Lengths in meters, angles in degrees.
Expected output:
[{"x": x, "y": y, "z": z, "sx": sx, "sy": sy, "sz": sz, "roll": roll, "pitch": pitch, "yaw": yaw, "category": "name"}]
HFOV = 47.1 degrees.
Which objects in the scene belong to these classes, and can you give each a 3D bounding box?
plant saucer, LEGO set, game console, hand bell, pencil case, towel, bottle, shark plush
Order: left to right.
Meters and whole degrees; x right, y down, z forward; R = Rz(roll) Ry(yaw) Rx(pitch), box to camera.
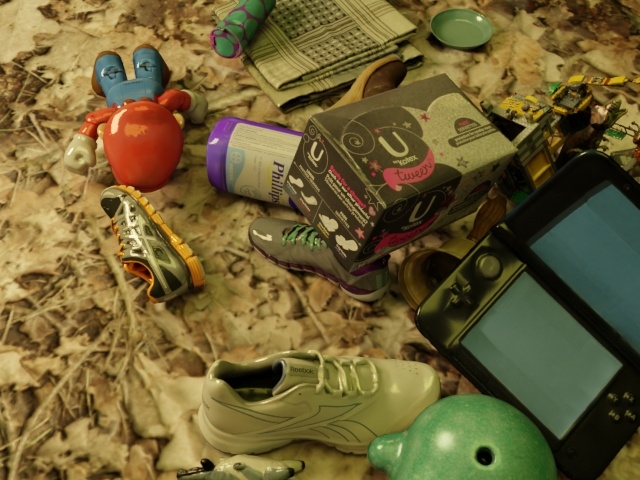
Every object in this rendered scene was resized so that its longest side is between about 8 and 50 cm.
[{"x": -0.139, "y": -0.394, "z": 1.306, "sx": 0.070, "sy": 0.064, "sz": 0.152, "roll": 25, "pitch": 58, "yaw": 5, "category": "pencil case"}, {"x": -0.088, "y": 0.282, "z": 0.836, "sx": 0.161, "sy": 0.073, "sz": 0.067, "roll": 8, "pitch": 82, "yaw": -1, "category": "shark plush"}, {"x": -0.026, "y": -0.102, "z": 1.095, "sx": 0.283, "sy": 0.118, "sz": 0.092, "roll": 14, "pitch": 50, "yaw": 6, "category": "bottle"}, {"x": -0.007, "y": -0.390, "z": 1.360, "sx": 0.312, "sy": 0.056, "sz": 0.324, "roll": -23, "pitch": 57, "yaw": -18, "category": "towel"}, {"x": 0.267, "y": -0.397, "z": 1.394, "sx": 0.119, "sy": 0.021, "sz": 0.119, "roll": 1, "pitch": 53, "yaw": -1, "category": "plant saucer"}, {"x": 0.219, "y": 0.003, "z": 1.049, "sx": 0.126, "sy": 0.126, "sz": 0.242, "roll": 26, "pitch": 43, "yaw": 18, "category": "hand bell"}, {"x": 0.301, "y": 0.095, "z": 0.832, "sx": 0.293, "sy": 0.173, "sz": 0.250, "roll": 44, "pitch": 77, "yaw": 4, "category": "game console"}, {"x": 0.371, "y": -0.142, "z": 1.010, "sx": 0.255, "sy": 0.192, "sz": 0.331, "roll": -38, "pitch": 41, "yaw": 0, "category": "LEGO set"}]

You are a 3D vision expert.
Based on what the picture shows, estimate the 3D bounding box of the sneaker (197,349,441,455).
[{"x": 0.002, "y": 0.184, "z": 0.865, "sx": 0.297, "sy": 0.129, "sz": 0.111, "roll": -6, "pitch": 50, "yaw": -8, "category": "sneaker"}]

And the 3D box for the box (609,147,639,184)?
[{"x": 0.600, "y": 0.020, "z": 0.996, "sx": 0.318, "sy": 0.097, "sz": 0.395, "roll": -9, "pitch": 51, "yaw": 11, "category": "box"}]

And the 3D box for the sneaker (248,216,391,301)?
[{"x": 0.000, "y": 0.000, "z": 1.027, "sx": 0.223, "sy": 0.098, "sz": 0.083, "roll": 22, "pitch": 55, "yaw": 15, "category": "sneaker"}]

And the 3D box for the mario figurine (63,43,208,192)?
[{"x": -0.292, "y": -0.177, "z": 1.172, "sx": 0.198, "sy": 0.170, "sz": 0.320, "roll": -37, "pitch": 41, "yaw": 15, "category": "mario figurine"}]

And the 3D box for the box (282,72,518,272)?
[{"x": 0.105, "y": -0.094, "z": 0.960, "sx": 0.247, "sy": 0.142, "sz": 0.163, "roll": -24, "pitch": 65, "yaw": -32, "category": "box"}]

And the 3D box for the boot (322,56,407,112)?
[{"x": 0.126, "y": -0.181, "z": 1.201, "sx": 0.207, "sy": 0.090, "sz": 0.248, "roll": 37, "pitch": 58, "yaw": 10, "category": "boot"}]

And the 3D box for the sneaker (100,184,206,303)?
[{"x": -0.254, "y": 0.002, "z": 1.032, "sx": 0.083, "sy": 0.084, "sz": 0.215, "roll": -37, "pitch": 62, "yaw": -21, "category": "sneaker"}]

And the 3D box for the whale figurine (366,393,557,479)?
[{"x": 0.135, "y": 0.283, "z": 0.781, "sx": 0.216, "sy": 0.141, "sz": 0.272, "roll": 40, "pitch": 68, "yaw": 22, "category": "whale figurine"}]
